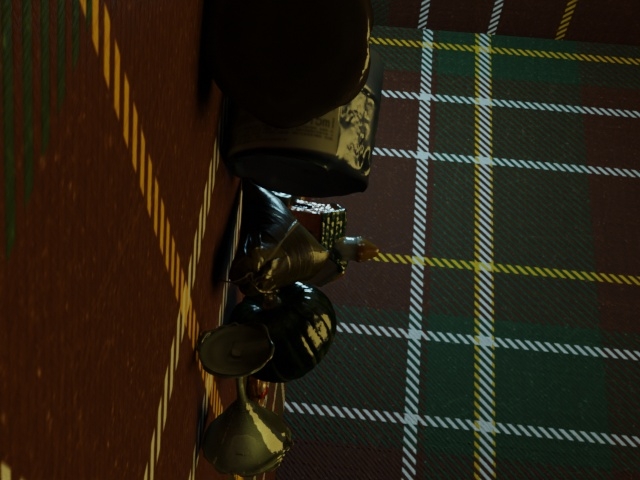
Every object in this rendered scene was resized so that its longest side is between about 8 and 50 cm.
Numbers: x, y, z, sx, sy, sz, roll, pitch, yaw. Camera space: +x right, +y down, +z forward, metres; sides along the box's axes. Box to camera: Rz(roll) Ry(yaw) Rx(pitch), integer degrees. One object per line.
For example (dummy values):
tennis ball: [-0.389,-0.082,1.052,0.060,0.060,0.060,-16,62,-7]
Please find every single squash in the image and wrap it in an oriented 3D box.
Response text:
squash: [-0.073,0.165,1.513,0.218,0.172,0.218,-39,-161,16]

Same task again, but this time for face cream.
face cream: [-0.027,-0.204,1.339,0.249,0.249,0.225,84,15,-77]

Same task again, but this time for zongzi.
zongzi: [-0.127,-0.014,1.400,0.111,0.241,0.248,-47,167,25]

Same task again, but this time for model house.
model house: [0.000,0.000,1.978,0.190,0.301,0.271,-58,154,-69]

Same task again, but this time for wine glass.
wine glass: [-0.126,0.249,1.272,0.156,0.156,0.232,-82,172,-52]

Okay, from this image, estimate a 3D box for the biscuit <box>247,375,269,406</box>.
biscuit: [-0.149,0.332,1.996,0.205,0.049,0.324,87,11,-79]

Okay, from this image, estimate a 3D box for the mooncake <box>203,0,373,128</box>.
mooncake: [-0.041,-0.276,1.091,0.133,0.245,0.244,-79,174,-81]
